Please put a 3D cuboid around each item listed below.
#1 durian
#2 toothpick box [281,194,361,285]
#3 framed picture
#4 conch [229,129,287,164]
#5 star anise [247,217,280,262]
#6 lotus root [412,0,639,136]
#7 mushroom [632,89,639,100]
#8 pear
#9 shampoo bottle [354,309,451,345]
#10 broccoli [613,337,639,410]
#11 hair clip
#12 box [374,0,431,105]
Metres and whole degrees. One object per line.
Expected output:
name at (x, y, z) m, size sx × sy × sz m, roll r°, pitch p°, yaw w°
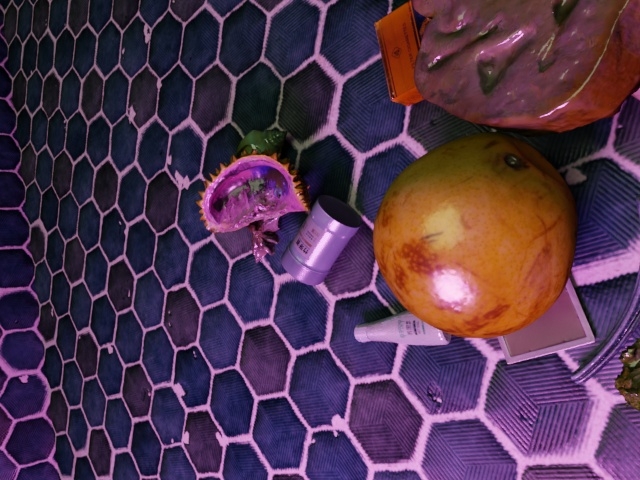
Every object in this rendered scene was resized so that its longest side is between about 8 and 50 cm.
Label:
durian at (-0.135, -0.105, 1.168) m, size 0.261 × 0.186 × 0.153 m, roll -15°, pitch 90°, yaw 16°
toothpick box at (0.000, 0.000, 1.089) m, size 0.101 × 0.101 × 0.153 m, roll 50°, pitch 120°, yaw 31°
framed picture at (0.319, 0.085, 0.852) m, size 0.142 × 0.011 × 0.183 m, roll -29°, pitch 71°, yaw 39°
conch at (-0.140, -0.192, 1.237) m, size 0.201 × 0.080 × 0.095 m, roll -46°, pitch 67°, yaw 49°
star anise at (-0.121, -0.026, 1.228) m, size 0.129 × 0.056 × 0.124 m, roll -37°, pitch 61°, yaw 48°
lotus root at (0.275, -0.321, 0.688) m, size 0.375 × 0.111 × 0.390 m, roll -26°, pitch 62°, yaw 44°
mushroom at (0.435, -0.239, 0.657) m, size 0.127 × 0.166 × 0.166 m, roll 11°, pitch 101°, yaw -2°
pear at (0.211, -0.007, 0.762) m, size 0.281 × 0.281 × 0.280 m, roll 0°, pitch 91°, yaw 43°
shampoo bottle at (0.143, 0.158, 0.997) m, size 0.191 × 0.041 × 0.069 m, roll -14°, pitch 86°, yaw 43°
broccoli at (0.448, 0.141, 0.560) m, size 0.321 × 0.283 × 0.304 m, roll -56°, pitch 24°, yaw 18°
hair clip at (0.410, 0.082, 0.737) m, size 0.083 × 0.048 × 0.275 m, roll 20°, pitch 107°, yaw 17°
box at (0.210, -0.341, 0.913) m, size 0.237 × 0.070 × 0.152 m, roll -19°, pitch 78°, yaw 43°
